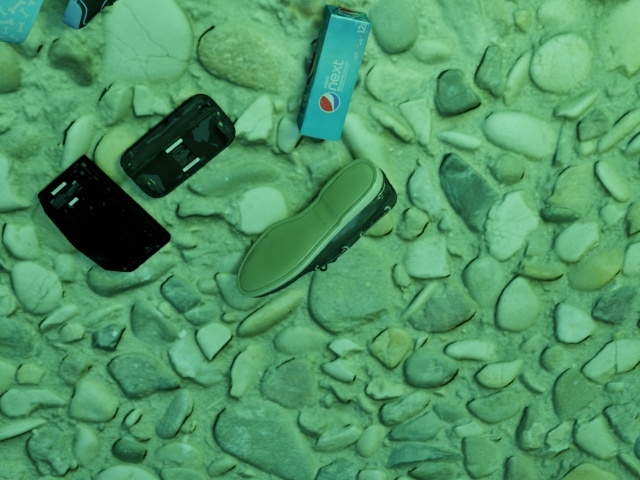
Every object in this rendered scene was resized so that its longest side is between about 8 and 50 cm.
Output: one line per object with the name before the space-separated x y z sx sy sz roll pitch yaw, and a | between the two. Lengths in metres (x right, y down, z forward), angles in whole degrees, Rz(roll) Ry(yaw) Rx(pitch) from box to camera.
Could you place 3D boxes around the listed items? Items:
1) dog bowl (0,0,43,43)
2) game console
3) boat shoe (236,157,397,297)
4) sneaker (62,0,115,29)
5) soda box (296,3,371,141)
dog bowl | -0.428 -0.421 1.372 0.074 0.166 0.297 17 115 -28
game console | -0.295 -0.101 1.626 0.361 0.044 0.213 -37 118 12
boat shoe | -0.001 -0.003 1.679 0.340 0.127 0.113 -45 138 13
sneaker | -0.302 -0.406 1.438 0.090 0.081 0.232 34 107 -15
soda box | 0.020 -0.276 1.561 0.071 0.067 0.210 10 116 -13
